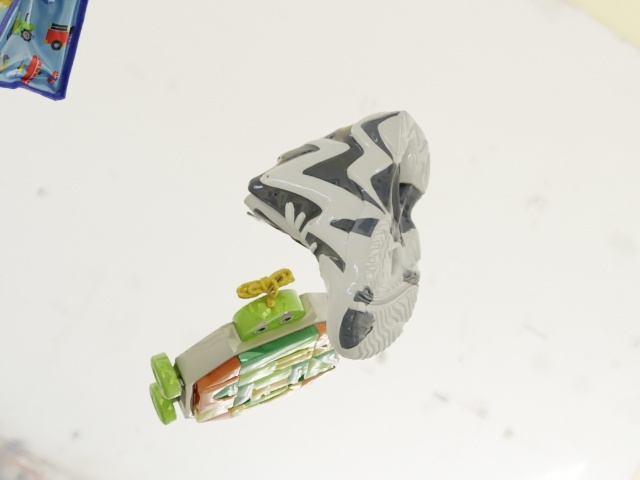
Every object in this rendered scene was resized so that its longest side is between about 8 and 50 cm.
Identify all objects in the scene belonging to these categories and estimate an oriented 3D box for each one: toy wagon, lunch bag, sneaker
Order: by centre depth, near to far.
[{"bbox_3d":[0.000,0.000,1.287,0.153,0.235,0.094,-8,-31,29],"label":"sneaker"},{"bbox_3d":[-0.072,0.129,1.840,0.344,0.267,0.068,107,-40,-68],"label":"toy wagon"},{"bbox_3d":[-0.372,-0.352,1.850,0.138,0.293,0.221,6,24,-46],"label":"lunch bag"}]
